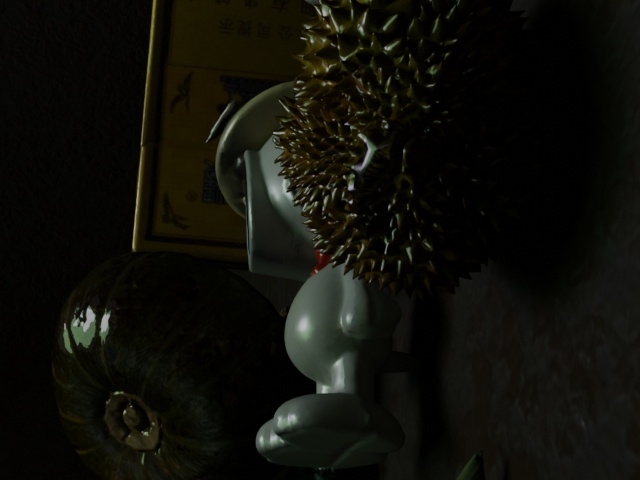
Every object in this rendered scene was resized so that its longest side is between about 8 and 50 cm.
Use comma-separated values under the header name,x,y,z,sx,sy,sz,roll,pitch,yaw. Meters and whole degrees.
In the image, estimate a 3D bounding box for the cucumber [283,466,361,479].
name,x,y,z,sx,sy,sz,roll,pitch,yaw
cucumber,-0.001,0.196,0.835,0.250,0.056,0.056,113,159,-65

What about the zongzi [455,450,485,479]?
name,x,y,z,sx,sy,sz,roll,pitch,yaw
zongzi,0.071,0.169,0.462,0.104,0.052,0.113,-131,59,-66

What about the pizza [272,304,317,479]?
name,x,y,z,sx,sy,sz,roll,pitch,yaw
pizza,-0.041,0.154,1.023,0.251,0.074,0.288,-93,20,-46

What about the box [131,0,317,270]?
name,x,y,z,sx,sy,sz,roll,pitch,yaw
box,-0.056,-0.125,0.890,0.084,0.192,0.302,144,130,-79

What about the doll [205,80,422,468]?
name,x,y,z,sx,sy,sz,roll,pitch,yaw
doll,-0.007,0.015,0.693,0.208,0.143,0.272,153,127,-68

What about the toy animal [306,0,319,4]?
name,x,y,z,sx,sy,sz,roll,pitch,yaw
toy animal,0.020,-0.303,0.758,0.308,0.188,0.266,-153,47,-68

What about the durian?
name,x,y,z,sx,sy,sz,roll,pitch,yaw
durian,0.042,-0.053,0.483,0.168,0.136,0.158,-88,-15,-74

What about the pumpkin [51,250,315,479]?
name,x,y,z,sx,sy,sz,roll,pitch,yaw
pumpkin,-0.105,0.114,0.826,0.162,0.218,0.219,-50,-26,-58
